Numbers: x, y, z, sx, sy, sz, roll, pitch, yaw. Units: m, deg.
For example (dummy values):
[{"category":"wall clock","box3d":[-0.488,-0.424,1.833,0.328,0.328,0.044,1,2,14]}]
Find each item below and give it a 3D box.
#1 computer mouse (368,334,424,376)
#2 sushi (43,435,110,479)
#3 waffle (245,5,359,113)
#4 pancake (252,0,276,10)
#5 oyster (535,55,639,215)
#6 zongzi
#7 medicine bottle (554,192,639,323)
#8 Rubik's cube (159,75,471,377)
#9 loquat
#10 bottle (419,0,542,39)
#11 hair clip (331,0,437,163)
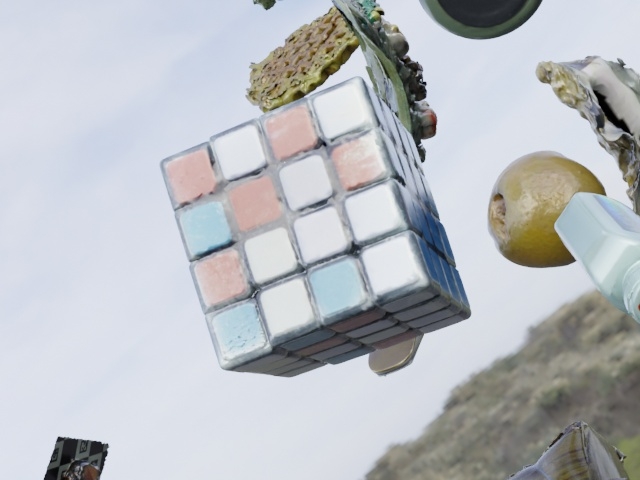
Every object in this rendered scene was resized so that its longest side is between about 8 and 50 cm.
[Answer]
[{"category":"computer mouse","box3d":[0.148,0.184,2.462,0.102,0.045,0.199,-24,16,26]},{"category":"sushi","box3d":[-0.398,0.455,2.113,0.192,0.043,0.280,37,-111,-67]},{"category":"waffle","box3d":[-0.024,-0.305,2.215,0.245,0.052,0.254,-38,24,9]},{"category":"pancake","box3d":[-0.167,-0.460,1.953,0.054,0.376,0.197,4,-59,-48]},{"category":"oyster","box3d":[0.495,-0.181,2.208,0.115,0.351,0.238,-48,-8,38]},{"category":"zongzi","box3d":[0.278,0.360,1.579,0.242,0.112,0.221,-39,31,13]},{"category":"medicine bottle","box3d":[0.333,0.025,1.418,0.083,0.121,0.229,-57,13,13]},{"category":"Rubik's cube","box3d":[0.000,-0.001,1.516,0.253,0.256,0.259,-21,-15,13]},{"category":"loquat","box3d":[0.381,-0.052,2.196,0.213,0.213,0.213,-37,-11,-9]},{"category":"bottle","box3d":[0.199,-0.374,1.704,0.168,0.168,0.347,-42,14,18]},{"category":"hair clip","box3d":[0.110,-0.263,2.018,0.091,0.138,0.321,-26,-50,-1]}]
